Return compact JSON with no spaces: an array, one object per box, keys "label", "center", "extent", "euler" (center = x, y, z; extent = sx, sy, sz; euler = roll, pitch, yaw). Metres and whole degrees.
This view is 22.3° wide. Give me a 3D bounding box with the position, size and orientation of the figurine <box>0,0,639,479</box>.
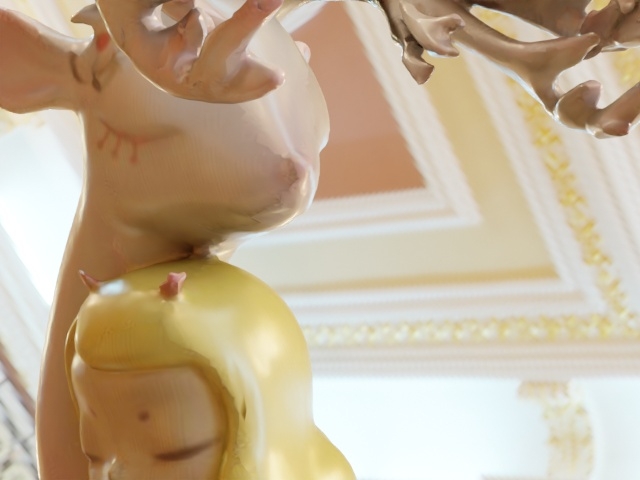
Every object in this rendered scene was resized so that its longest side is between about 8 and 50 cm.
[{"label":"figurine","center":[0.008,-0.003,0.518],"extent":[0.284,0.206,0.315],"euler":[-7,-79,55]}]
